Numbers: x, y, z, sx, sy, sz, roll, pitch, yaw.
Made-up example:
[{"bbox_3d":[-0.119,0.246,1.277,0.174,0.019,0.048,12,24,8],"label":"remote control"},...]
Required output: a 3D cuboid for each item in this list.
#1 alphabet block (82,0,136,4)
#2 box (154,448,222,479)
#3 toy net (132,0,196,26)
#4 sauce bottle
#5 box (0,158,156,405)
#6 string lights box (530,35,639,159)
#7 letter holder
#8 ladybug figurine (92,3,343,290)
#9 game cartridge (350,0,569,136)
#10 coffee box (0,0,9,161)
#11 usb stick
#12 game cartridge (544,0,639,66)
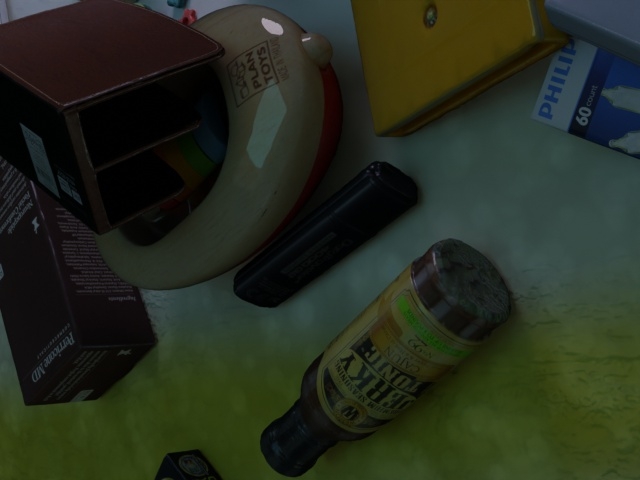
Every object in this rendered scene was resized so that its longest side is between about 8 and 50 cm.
[{"bbox_3d":[-0.370,-0.485,1.367,0.193,0.197,0.192,50,120,34],"label":"alphabet block"},{"bbox_3d":[-0.179,0.457,1.224,0.216,0.060,0.270,42,116,37],"label":"box"},{"bbox_3d":[-0.212,-0.372,1.313,0.122,0.045,0.232,42,116,38],"label":"toy net"},{"bbox_3d":[0.056,0.143,0.979,0.344,0.111,0.111,-50,56,32],"label":"sauce bottle"},{"bbox_3d":[-0.411,0.045,1.423,0.191,0.143,0.381,-43,62,34],"label":"box"},{"bbox_3d":[0.319,-0.120,0.755,0.259,0.076,0.133,30,109,41],"label":"string lights box"},{"bbox_3d":[-0.254,-0.166,1.065,0.302,0.214,0.152,31,140,43],"label":"letter holder"},{"bbox_3d":[-0.123,-0.104,1.127,0.449,0.162,0.305,-32,64,39],"label":"ladybug figurine"},{"bbox_3d":[0.115,-0.299,0.919,0.285,0.052,0.324,-23,73,61],"label":"game cartridge"},{"bbox_3d":[-0.780,-0.283,1.663,0.337,0.334,0.338,-33,63,39],"label":"coffee box"},{"bbox_3d":[0.000,0.000,1.065,0.278,0.077,0.045,-38,40,37],"label":"usb stick"},{"bbox_3d":[0.324,-0.262,0.708,0.297,0.062,0.198,-51,47,1],"label":"game cartridge"}]
